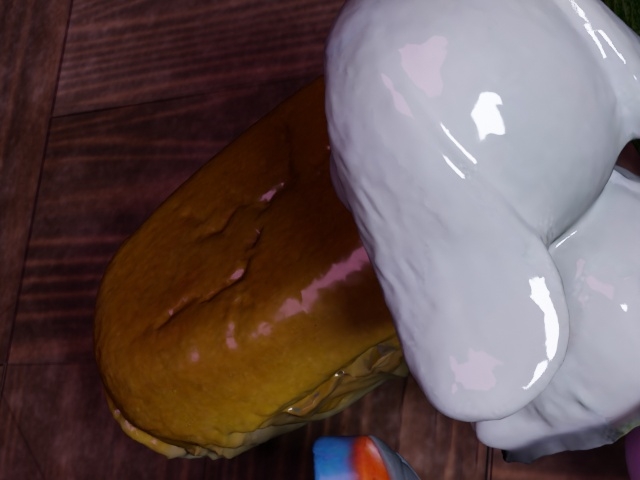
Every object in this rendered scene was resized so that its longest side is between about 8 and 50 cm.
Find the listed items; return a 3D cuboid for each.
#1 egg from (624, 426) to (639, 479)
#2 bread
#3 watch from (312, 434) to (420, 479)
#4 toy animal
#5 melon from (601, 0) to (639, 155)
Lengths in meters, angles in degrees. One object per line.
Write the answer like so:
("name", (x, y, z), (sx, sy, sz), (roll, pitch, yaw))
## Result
("egg", (0.287, 0.148, 0.682), (0.271, 0.196, 0.196), (11, 79, 49))
("bread", (0.007, 0.008, 0.920), (0.388, 0.183, 0.236), (-43, 53, 12))
("watch", (-0.068, 0.250, 0.805), (0.275, 0.305, 0.241), (-8, 67, 23))
("toy animal", (0.115, -0.015, 0.699), (0.174, 0.289, 0.249), (-11, 57, 64))
("melon", (0.279, -0.092, 0.802), (0.124, 0.196, 0.323), (-11, 61, -20))
